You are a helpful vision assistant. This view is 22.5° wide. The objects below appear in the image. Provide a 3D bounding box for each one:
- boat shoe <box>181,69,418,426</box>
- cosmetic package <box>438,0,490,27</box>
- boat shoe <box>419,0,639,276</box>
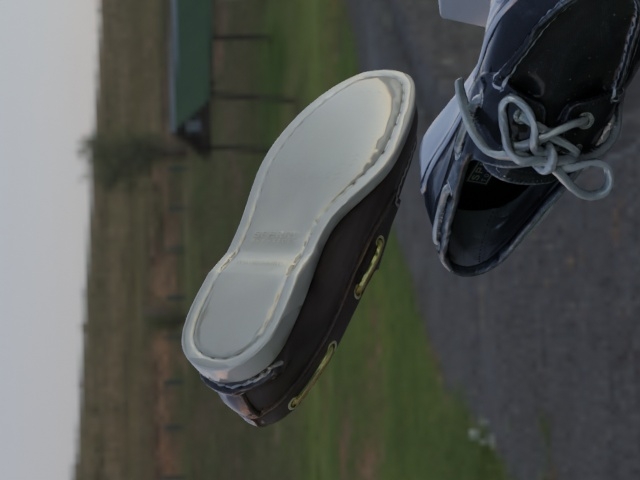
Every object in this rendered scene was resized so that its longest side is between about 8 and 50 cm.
[{"bbox_3d":[0.000,0.000,1.311,0.324,0.116,0.097,-62,-40,-30],"label":"boat shoe"},{"bbox_3d":[0.276,-0.243,1.160,0.156,0.385,0.217,-59,-24,-31],"label":"cosmetic package"},{"bbox_3d":[0.133,-0.078,1.002,0.306,0.113,0.105,126,151,-54],"label":"boat shoe"}]
